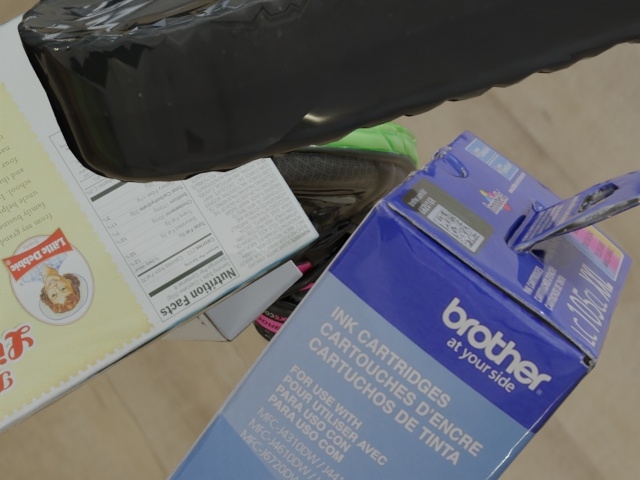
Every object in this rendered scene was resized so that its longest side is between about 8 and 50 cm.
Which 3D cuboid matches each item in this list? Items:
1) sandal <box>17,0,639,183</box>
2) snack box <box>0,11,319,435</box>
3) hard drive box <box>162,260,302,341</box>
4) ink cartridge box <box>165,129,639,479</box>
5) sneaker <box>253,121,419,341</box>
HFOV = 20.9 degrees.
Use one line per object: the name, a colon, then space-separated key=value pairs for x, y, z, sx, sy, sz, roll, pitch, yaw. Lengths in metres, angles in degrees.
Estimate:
sandal: x=0.130 y=-0.138 z=0.445 sx=0.445 sy=0.107 sz=0.167 roll=-21 pitch=20 yaw=-7
snack box: x=-0.181 y=0.003 z=0.910 sx=0.322 sy=0.060 sz=0.187 roll=-31 pitch=88 yaw=-23
hard drive box: x=-0.138 y=-0.006 z=1.508 sx=0.089 sy=0.232 sz=0.181 roll=-42 pitch=103 yaw=-17
ink cartridge box: x=0.042 y=0.094 z=1.035 sx=0.151 sy=0.270 sz=0.395 roll=37 pitch=108 yaw=5
sneaker: x=0.000 y=0.000 z=1.664 sx=0.185 sy=0.483 sz=0.202 roll=8 pitch=74 yaw=15
